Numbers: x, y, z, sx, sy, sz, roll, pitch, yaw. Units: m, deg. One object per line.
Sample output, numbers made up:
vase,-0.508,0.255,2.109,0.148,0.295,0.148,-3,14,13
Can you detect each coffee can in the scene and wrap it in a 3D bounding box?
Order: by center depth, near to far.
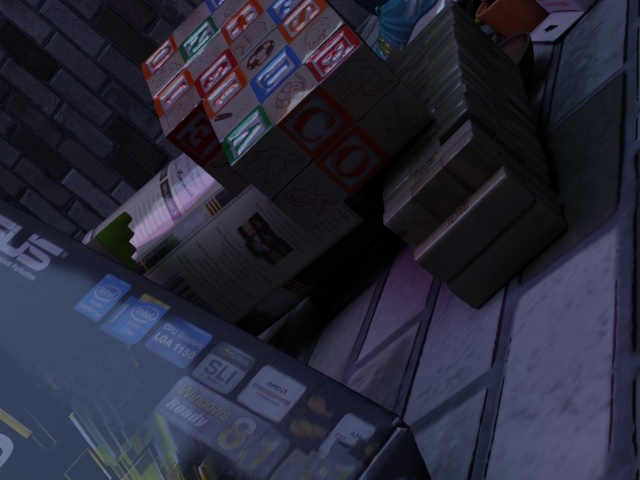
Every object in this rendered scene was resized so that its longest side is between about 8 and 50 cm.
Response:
coffee can,-0.077,-0.017,1.079,0.275,0.201,0.201,-39,13,16

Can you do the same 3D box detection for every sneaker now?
sneaker,0.118,-0.270,1.412,0.107,0.110,0.275,-17,-23,-38

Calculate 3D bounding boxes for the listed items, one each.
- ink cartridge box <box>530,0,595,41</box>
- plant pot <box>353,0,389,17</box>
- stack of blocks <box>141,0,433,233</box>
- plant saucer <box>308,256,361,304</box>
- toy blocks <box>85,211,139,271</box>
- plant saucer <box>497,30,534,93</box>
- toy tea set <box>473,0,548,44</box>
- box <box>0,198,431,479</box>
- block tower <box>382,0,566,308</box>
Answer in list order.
ink cartridge box,0.273,-0.300,1.099,0.198,0.067,0.115,-49,11,4
plant pot,0.199,-0.483,1.435,0.341,0.341,0.334,-51,18,-10
stack of blocks,-0.043,-0.126,0.879,0.171,0.087,0.297,-44,32,9
plant saucer,0.015,0.034,1.139,0.083,0.013,0.083,-48,11,12
toy blocks,-0.193,0.181,0.870,0.191,0.261,0.381,-44,5,40
plant saucer,0.152,-0.127,1.075,0.198,0.036,0.198,-48,10,11
toy tea set,0.116,-0.205,1.255,0.336,0.124,0.200,-48,10,7
box,-0.182,0.160,0.600,0.395,0.097,0.318,25,61,35
block tower,0.112,-0.089,0.847,0.097,0.091,0.335,-44,19,22
